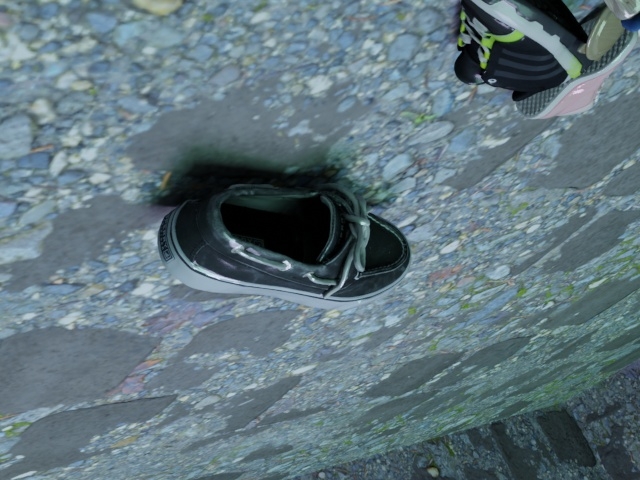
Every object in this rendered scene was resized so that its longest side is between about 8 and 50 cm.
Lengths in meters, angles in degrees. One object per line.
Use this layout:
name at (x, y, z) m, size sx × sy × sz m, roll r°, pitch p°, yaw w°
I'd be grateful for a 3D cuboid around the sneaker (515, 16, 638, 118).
sneaker at (0.253, -0.163, 0.801) m, size 0.070 × 0.051 × 0.134 m, roll -5°, pitch 153°, yaw -42°

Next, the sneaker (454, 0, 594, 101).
sneaker at (0.146, -0.155, 0.667) m, size 0.097 × 0.084 × 0.235 m, roll -35°, pitch 155°, yaw 26°

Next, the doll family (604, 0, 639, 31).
doll family at (0.239, -0.238, 0.499) m, size 0.263 × 0.118 × 0.163 m, roll -37°, pitch 114°, yaw 24°

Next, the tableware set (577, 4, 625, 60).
tableware set at (0.256, -0.217, 0.650) m, size 0.141 × 0.020 × 0.168 m, roll -25°, pitch 144°, yaw -43°

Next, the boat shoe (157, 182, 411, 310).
boat shoe at (-0.001, -0.004, 0.809) m, size 0.306 × 0.113 × 0.105 m, roll 12°, pitch 153°, yaw -41°
